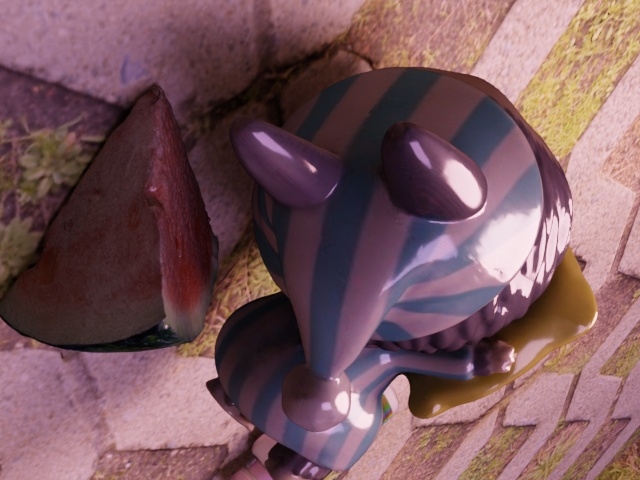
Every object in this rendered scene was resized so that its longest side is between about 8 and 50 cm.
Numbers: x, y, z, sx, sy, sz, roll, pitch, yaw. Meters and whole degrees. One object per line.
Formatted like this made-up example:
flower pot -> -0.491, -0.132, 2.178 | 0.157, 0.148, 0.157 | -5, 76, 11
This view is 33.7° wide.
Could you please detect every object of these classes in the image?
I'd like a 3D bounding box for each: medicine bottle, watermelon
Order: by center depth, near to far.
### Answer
watermelon -> -0.111, 0.005, 0.775 | 0.207, 0.136, 0.202 | -29, 155, -57
medicine bottle -> -0.010, 0.231, 1.222 | 0.219, 0.078, 0.115 | -41, 152, -12

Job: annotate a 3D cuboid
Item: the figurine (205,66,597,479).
figurine -> 0.000, 0.000, 0.803 | 0.361, 0.266, 0.377 | -46, 143, 3
